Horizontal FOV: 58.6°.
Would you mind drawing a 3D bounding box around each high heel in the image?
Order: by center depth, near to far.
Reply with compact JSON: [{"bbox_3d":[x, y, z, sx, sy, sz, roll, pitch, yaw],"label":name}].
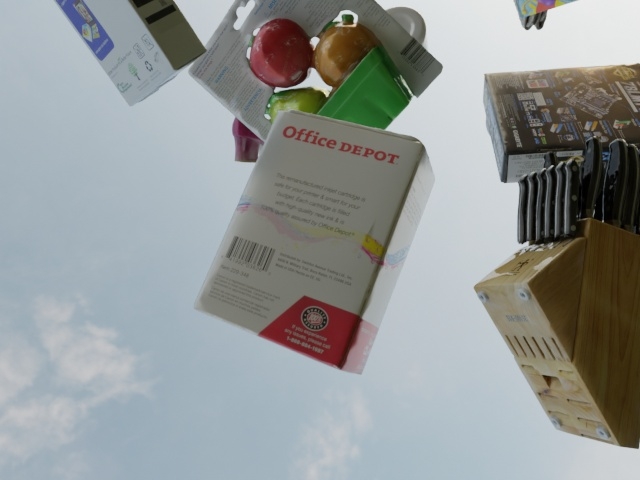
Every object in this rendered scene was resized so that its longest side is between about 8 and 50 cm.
[{"bbox_3d":[-0.120,-0.237,1.284,0.244,0.082,0.117,-15,-67,-59],"label":"high heel"}]

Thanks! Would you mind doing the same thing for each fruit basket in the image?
[{"bbox_3d":[-0.017,-0.305,1.020,0.353,0.327,0.165,44,-153,1],"label":"fruit basket"}]

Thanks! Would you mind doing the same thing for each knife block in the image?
[{"bbox_3d":[0.299,0.039,0.609,0.242,0.088,0.275,-33,-85,-20],"label":"knife block"}]

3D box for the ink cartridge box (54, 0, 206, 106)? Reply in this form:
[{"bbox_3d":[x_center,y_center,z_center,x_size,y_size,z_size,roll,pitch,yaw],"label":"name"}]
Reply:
[{"bbox_3d":[-0.290,-0.341,0.705,0.065,0.165,0.332,-46,-67,-31],"label":"ink cartridge box"}]

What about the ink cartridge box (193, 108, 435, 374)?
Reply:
[{"bbox_3d":[0.000,0.000,0.784,0.306,0.226,0.131,-67,-23,-10],"label":"ink cartridge box"}]

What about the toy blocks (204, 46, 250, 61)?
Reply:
[{"bbox_3d":[-0.172,-0.343,1.204,0.054,0.123,0.148,-61,-18,-3],"label":"toy blocks"}]

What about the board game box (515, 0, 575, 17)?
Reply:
[{"bbox_3d":[0.358,-0.388,0.647,0.142,0.275,0.144,59,-138,-30],"label":"board game box"}]

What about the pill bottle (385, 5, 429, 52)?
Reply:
[{"bbox_3d":[0.215,-0.482,1.512,0.264,0.146,0.146,47,-127,-69],"label":"pill bottle"}]

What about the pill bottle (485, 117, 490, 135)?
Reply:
[{"bbox_3d":[0.530,-0.341,1.505,0.216,0.121,0.121,-40,-72,-43],"label":"pill bottle"}]

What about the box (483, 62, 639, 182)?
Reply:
[{"bbox_3d":[0.459,-0.220,1.027,0.295,0.293,0.073,-83,-12,-48],"label":"box"}]

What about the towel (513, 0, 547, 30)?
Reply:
[{"bbox_3d":[0.407,-0.569,1.123,0.049,0.187,0.282,-3,-125,1],"label":"towel"}]
